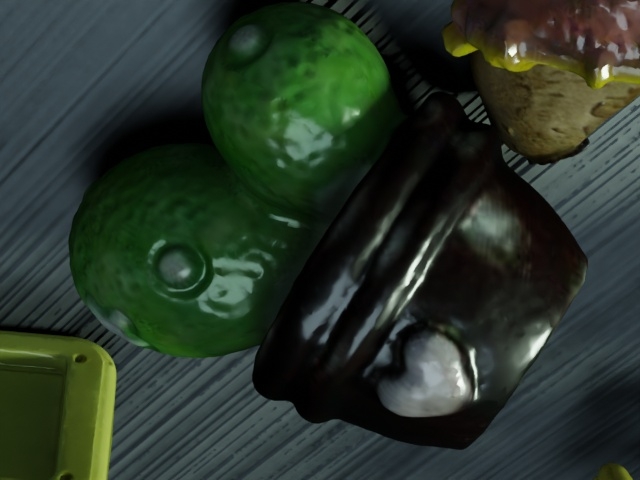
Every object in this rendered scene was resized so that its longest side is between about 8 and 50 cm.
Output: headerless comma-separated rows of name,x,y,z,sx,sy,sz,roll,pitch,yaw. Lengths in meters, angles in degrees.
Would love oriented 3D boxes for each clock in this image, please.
clock,-0.220,0.123,1.051,0.202,0.143,0.096,6,134,-6

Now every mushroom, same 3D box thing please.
mushroom,0.127,-0.115,0.855,0.094,0.072,0.210,32,129,-20

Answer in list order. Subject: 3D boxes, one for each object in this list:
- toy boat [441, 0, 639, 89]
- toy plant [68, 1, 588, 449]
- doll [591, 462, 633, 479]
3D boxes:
toy boat,0.202,-0.142,0.755,0.318,0.141,0.099,-21,165,-7
toy plant,0.000,0.000,0.922,0.235,0.175,0.218,34,125,4
doll,0.337,0.178,1.124,0.363,0.145,0.199,0,129,-12
